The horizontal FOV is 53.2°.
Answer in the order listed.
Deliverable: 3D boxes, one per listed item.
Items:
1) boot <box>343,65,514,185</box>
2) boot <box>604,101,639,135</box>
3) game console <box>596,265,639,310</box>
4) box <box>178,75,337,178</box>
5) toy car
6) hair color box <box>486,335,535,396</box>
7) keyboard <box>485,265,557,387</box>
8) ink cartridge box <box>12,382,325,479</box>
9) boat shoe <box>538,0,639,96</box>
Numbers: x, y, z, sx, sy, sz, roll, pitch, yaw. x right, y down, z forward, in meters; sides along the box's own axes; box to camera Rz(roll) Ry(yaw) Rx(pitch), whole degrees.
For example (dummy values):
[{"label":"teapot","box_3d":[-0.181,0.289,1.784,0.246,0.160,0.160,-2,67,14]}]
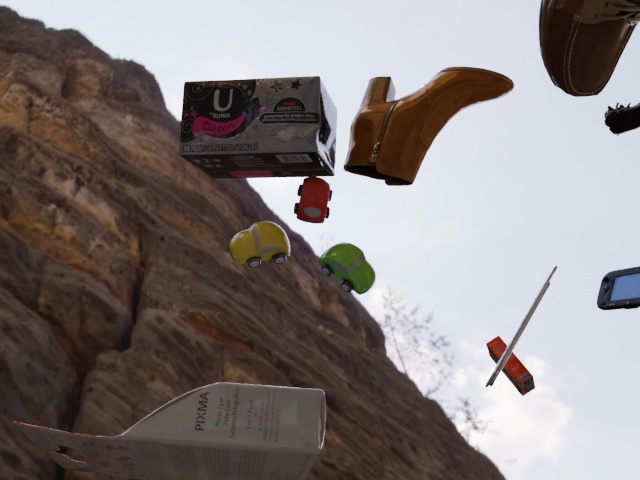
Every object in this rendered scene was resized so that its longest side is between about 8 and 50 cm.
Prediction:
[{"label":"boot","box_3d":[0.193,-0.200,1.169,0.295,0.211,0.104,4,-18,27]},{"label":"boot","box_3d":[0.651,-0.237,1.314,0.121,0.099,0.045,44,-120,-22]},{"label":"game console","box_3d":[0.747,0.106,1.399,0.044,0.361,0.213,36,-111,-12]},{"label":"box","box_3d":[-0.106,-0.200,1.148,0.247,0.163,0.142,0,-100,12]},{"label":"toy car","box_3d":[0.000,0.000,1.048,0.225,0.239,0.053,37,-35,16]},{"label":"hair color box","box_3d":[0.481,0.316,1.618,0.043,0.141,0.072,-32,-43,-3]},{"label":"keyboard","box_3d":[0.366,0.154,1.162,0.256,0.014,0.072,-52,-25,-24]},{"label":"ink cartridge box","box_3d":[-0.201,0.286,0.935,0.385,0.091,0.308,7,-31,-4]},{"label":"boat shoe","box_3d":[0.361,-0.328,0.792,0.123,0.120,0.323,-10,-53,-9]}]
